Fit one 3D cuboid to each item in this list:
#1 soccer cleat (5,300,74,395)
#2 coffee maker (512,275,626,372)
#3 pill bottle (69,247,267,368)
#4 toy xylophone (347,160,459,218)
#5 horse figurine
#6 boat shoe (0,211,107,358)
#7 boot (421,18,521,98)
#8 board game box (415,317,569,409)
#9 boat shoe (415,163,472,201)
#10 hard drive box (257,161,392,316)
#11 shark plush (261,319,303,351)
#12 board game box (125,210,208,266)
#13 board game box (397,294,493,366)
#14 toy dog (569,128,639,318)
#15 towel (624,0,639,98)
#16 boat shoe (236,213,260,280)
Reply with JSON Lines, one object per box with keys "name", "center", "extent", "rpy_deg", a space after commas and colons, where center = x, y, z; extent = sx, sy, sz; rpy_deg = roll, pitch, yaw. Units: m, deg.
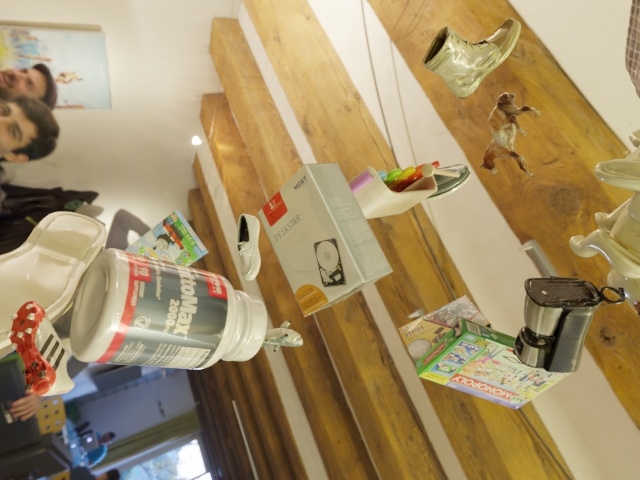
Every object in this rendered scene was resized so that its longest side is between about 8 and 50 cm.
{"name": "soccer cleat", "center": [-0.216, 0.084, 0.320], "extent": [0.083, 0.029, 0.036], "rpy_deg": [51, -3, 29]}
{"name": "coffee maker", "center": [0.494, 0.176, 0.834], "extent": [0.171, 0.120, 0.178], "rpy_deg": [12, -55, 29]}
{"name": "pill bottle", "center": [-0.152, 0.081, 0.441], "extent": [0.107, 0.180, 0.108], "rpy_deg": [-19, -119, 40]}
{"name": "toy xylophone", "center": [0.203, -0.136, 1.018], "extent": [0.236, 0.322, 0.081], "rpy_deg": [-32, -103, 30]}
{"name": "horse figurine", "center": [0.483, -0.272, 1.059], "extent": [0.174, 0.066, 0.263], "rpy_deg": [-117, -175, -52]}
{"name": "boat shoe", "center": [-0.380, 0.066, 0.533], "extent": [0.097, 0.116, 0.324], "rpy_deg": [-60, -162, 19]}
{"name": "boot", "center": [0.370, -0.481, 1.014], "extent": [0.213, 0.165, 0.077], "rpy_deg": [-50, -150, 24]}
{"name": "board game box", "center": [0.440, 0.325, 1.057], "extent": [0.046, 0.317, 0.214], "rpy_deg": [-83, -162, -51]}
{"name": "boat shoe", "center": [0.319, -0.190, 1.330], "extent": [0.319, 0.116, 0.099], "rpy_deg": [-16, -58, 27]}
{"name": "hard drive box", "center": [0.000, 0.000, 0.777], "extent": [0.181, 0.089, 0.232], "rpy_deg": [-39, -108, 43]}
{"name": "shark plush", "center": [-0.133, 0.293, 1.167], "extent": [0.073, 0.161, 0.067], "rpy_deg": [-111, 179, -67]}
{"name": "board game box", "center": [-0.479, 0.033, 1.280], "extent": [0.160, 0.211, 0.039], "rpy_deg": [55, 12, -1]}
{"name": "board game box", "center": [0.371, 0.274, 1.241], "extent": [0.042, 0.243, 0.165], "rpy_deg": [59, 6, -23]}
{"name": "toy dog", "center": [0.788, 0.001, 0.906], "extent": [0.395, 0.284, 0.408], "rpy_deg": [18, -47, 37]}
{"name": "towel", "center": [0.545, -0.339, 0.612], "extent": [0.121, 0.235, 0.284], "rpy_deg": [1, -49, 28]}
{"name": "boat shoe", "center": [-0.204, 0.016, 1.133], "extent": [0.066, 0.063, 0.184], "rpy_deg": [-2, -104, 30]}
